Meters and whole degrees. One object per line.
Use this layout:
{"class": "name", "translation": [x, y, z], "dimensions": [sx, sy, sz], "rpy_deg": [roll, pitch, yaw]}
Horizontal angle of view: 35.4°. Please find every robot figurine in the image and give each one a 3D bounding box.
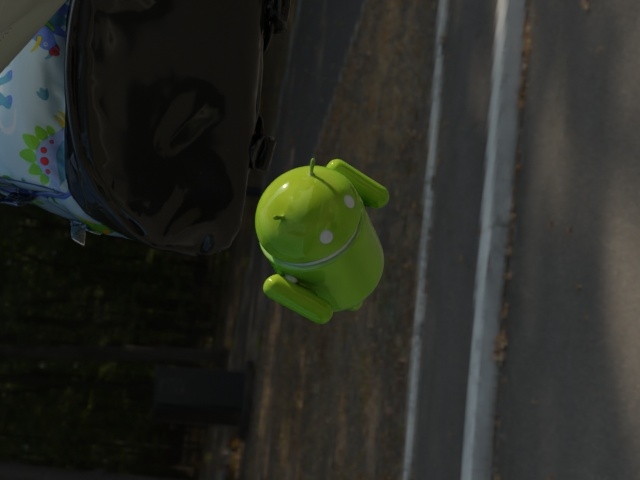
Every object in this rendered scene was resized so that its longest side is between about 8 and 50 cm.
{"class": "robot figurine", "translation": [0.000, 0.000, 0.617], "dimensions": [0.101, 0.067, 0.115], "rpy_deg": [-60, -30, -22]}

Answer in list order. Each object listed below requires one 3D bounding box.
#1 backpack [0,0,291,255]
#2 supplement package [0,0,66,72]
{"class": "backpack", "translation": [-0.216, -0.149, 0.857], "dimensions": [0.355, 0.273, 0.290], "rpy_deg": [18, 102, 63]}
{"class": "supplement package", "translation": [-0.260, -0.167, 0.532], "dimensions": [0.194, 0.203, 0.149], "rpy_deg": [-41, 7, 18]}
